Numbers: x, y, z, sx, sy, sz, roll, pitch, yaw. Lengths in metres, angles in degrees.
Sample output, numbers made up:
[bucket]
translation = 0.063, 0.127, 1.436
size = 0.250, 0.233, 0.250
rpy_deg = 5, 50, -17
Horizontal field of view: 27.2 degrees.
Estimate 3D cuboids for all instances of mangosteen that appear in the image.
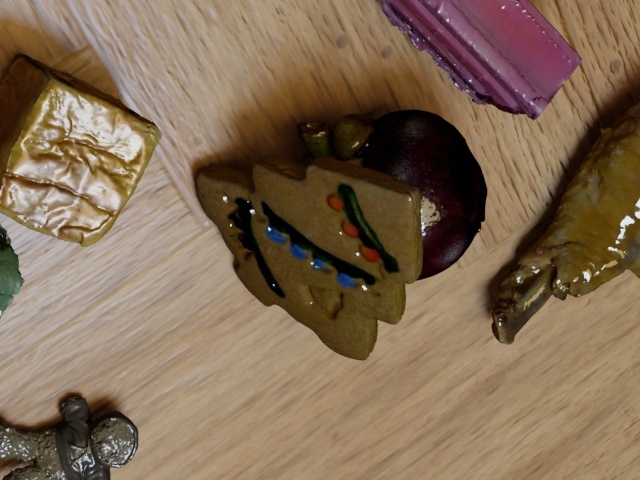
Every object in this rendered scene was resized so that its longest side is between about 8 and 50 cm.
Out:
[mangosteen]
translation = 0.069, -0.058, 1.447
size = 0.231, 0.194, 0.194
rpy_deg = 19, 101, -15

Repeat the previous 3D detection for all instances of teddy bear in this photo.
[teddy bear]
translation = -0.280, 0.236, 1.459
size = 0.160, 0.078, 0.119
rpy_deg = -12, 81, -15

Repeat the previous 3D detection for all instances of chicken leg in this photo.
[chicken leg]
translation = 0.385, 0.001, 1.648
size = 0.409, 0.182, 0.295
rpy_deg = -43, 139, 0

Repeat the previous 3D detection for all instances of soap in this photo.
[soap]
translation = 0.153, -0.241, 1.420
size = 0.250, 0.162, 0.099
rpy_deg = 39, 90, -33

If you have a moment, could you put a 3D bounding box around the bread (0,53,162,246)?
[bread]
translation = -0.258, -0.090, 1.289
size = 0.149, 0.158, 0.143
rpy_deg = 26, 99, -27

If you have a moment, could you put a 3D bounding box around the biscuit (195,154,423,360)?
[biscuit]
translation = -0.001, 0.001, 1.389
size = 0.278, 0.301, 0.043
rpy_deg = 46, 52, -6

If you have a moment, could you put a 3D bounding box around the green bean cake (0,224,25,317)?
[green bean cake]
translation = -0.443, 0.063, 1.279
size = 0.241, 0.132, 0.255
rpy_deg = 29, 96, -28
